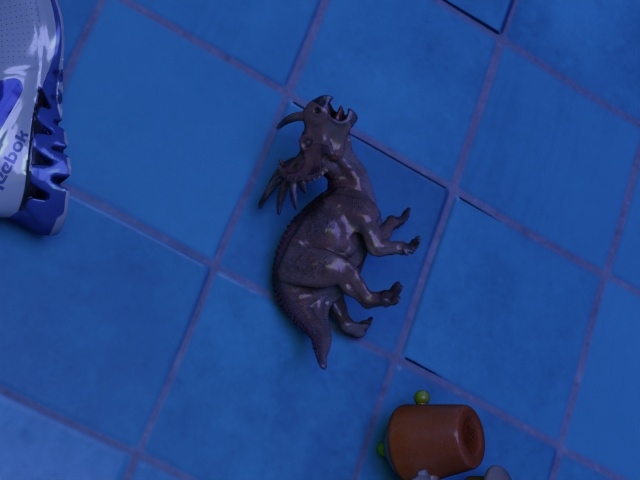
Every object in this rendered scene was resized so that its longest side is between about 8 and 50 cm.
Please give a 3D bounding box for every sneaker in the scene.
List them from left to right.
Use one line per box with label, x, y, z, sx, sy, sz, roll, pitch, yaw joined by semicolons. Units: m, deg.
sneaker;-0.376;-0.160;1.626;0.182;0.127;0.315;0;75;-29

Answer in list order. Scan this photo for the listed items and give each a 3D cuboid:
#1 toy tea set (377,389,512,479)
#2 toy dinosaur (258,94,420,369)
toy tea set;0.105;0.321;1.691;0.336;0.124;0.200;-49;121;-55
toy dinosaur;0.000;0.000;1.771;0.200;0.127;0.295;23;76;-10
